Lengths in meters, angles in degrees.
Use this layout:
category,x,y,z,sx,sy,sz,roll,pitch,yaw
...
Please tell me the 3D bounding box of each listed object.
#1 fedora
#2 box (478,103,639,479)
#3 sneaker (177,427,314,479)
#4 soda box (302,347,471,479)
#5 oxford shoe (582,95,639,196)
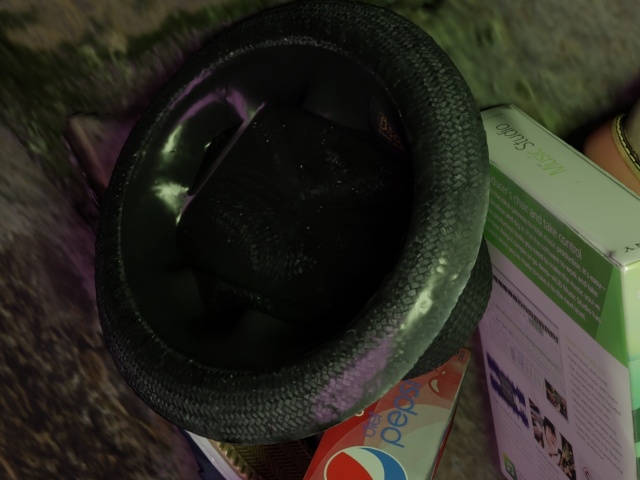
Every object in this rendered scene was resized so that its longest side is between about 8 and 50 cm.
category,x,y,z,sx,sy,sz,roll,pitch,yaw
fedora,0.000,0.000,0.905,0.334,0.334,0.152,-22,145,31
box,0.178,0.092,0.904,0.058,0.232,0.322,-21,122,-12
sneaker,-0.067,0.230,1.160,0.153,0.099,0.282,-33,110,33
soda box,0.037,0.178,0.980,0.083,0.263,0.092,17,126,10
oxford shoe,0.328,0.024,0.840,0.348,0.123,0.130,43,122,-1
